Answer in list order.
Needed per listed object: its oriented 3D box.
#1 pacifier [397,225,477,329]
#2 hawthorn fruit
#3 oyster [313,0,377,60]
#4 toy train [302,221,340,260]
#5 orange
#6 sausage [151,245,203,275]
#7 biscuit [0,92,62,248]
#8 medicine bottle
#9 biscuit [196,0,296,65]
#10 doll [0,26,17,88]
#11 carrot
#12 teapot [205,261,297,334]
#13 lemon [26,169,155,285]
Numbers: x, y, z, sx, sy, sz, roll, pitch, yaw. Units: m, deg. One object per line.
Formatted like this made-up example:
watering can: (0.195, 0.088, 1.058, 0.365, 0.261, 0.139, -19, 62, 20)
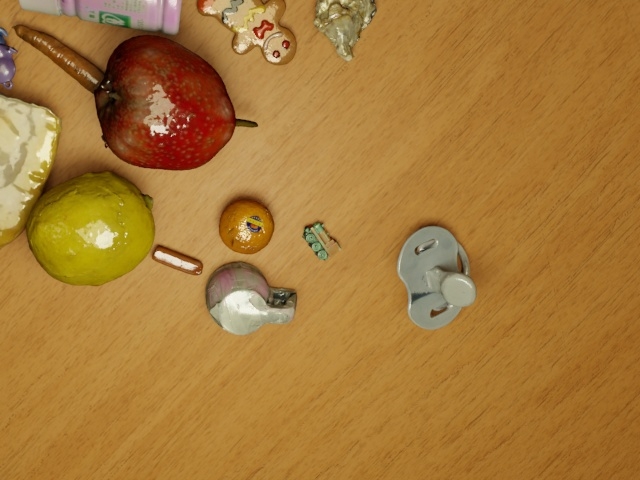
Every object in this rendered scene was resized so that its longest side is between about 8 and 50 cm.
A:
pacifier: (0.322, 0.099, 1.899, 0.227, 0.207, 0.279, -24, 110, -21)
hawthorn fruit: (-0.308, -0.290, 1.651, 0.369, 0.285, 0.284, 9, 104, -23)
oyster: (0.062, -0.519, 1.744, 0.163, 0.081, 0.191, -20, 112, -9)
toy train: (0.000, 0.000, 1.896, 0.064, 0.044, 0.103, -36, 111, -2)
orange: (-0.182, -0.032, 1.816, 0.135, 0.117, 0.135, 4, 83, -32)
sausage: (-0.351, 0.052, 1.849, 0.131, 0.039, 0.041, 23, 93, -16)
biscuit: (-0.821, -0.176, 1.669, 0.429, 0.104, 0.446, 13, 100, -12)
medicine bottle: (-0.450, -0.561, 1.570, 0.325, 0.212, 0.212, 8, 104, -11)
biscuit: (-0.153, -0.508, 1.729, 0.165, 0.036, 0.250, -44, 108, 5)
doll: (-0.728, -0.427, 1.637, 0.110, 0.067, 0.206, -23, 98, 12)
carrot: (-0.576, -0.409, 1.673, 0.248, 0.059, 0.059, 36, 97, -14)
teapot: (-0.175, 0.168, 1.840, 0.221, 0.178, 0.163, 31, 99, -18)
lemon: (-0.518, -0.024, 1.690, 0.284, 0.260, 0.260, -4, 106, -12)
